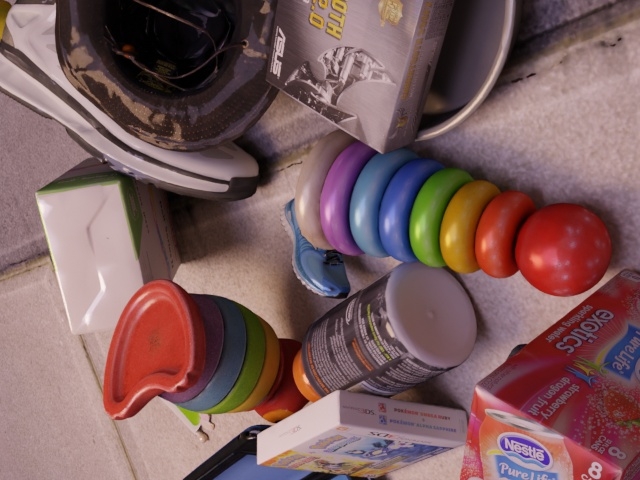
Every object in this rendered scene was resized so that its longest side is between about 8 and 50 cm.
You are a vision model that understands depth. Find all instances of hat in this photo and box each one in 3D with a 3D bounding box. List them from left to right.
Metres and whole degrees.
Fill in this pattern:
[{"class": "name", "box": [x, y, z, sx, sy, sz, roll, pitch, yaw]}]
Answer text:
[{"class": "hat", "box": [-0.161, -0.283, 0.997, 0.331, 0.134, 0.331, 7, 116, 13]}]

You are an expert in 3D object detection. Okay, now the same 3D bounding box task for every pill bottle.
[{"class": "pill bottle", "box": [0.062, 0.126, 0.989, 0.245, 0.130, 0.130, -38, 79, 49]}]

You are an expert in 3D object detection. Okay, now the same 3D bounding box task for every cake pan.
[{"class": "cake pan", "box": [0.086, -0.250, 0.847, 0.293, 0.054, 0.293, 23, 123, 40]}]

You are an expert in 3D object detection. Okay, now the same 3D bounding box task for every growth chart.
[{"class": "growth chart", "box": [-0.243, 0.234, 1.454, 0.172, 0.021, 0.237, 31, 129, 33]}]

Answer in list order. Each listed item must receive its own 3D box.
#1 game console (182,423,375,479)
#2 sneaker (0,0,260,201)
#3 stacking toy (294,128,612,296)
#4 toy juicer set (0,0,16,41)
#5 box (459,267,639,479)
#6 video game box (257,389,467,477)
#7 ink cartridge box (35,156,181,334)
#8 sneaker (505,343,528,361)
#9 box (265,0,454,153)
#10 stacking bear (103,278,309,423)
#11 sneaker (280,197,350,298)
[{"class": "game console", "box": [-0.046, 0.405, 1.204, 0.293, 0.250, 0.173, -47, 38, 47]}, {"class": "sneaker", "box": [-0.246, -0.246, 1.122, 0.447, 0.169, 0.258, 30, 108, 12]}, {"class": "stacking toy", "box": [0.137, -0.018, 0.856, 0.330, 0.141, 0.141, 19, 121, 34]}, {"class": "toy juicer set", "box": [-0.426, -0.418, 1.316, 0.328, 0.089, 0.209, 11, 98, 28]}, {"class": "box", "box": [0.246, 0.140, 0.698, 0.128, 0.256, 0.123, 28, 129, 36]}, {"class": "video game box", "box": [0.048, 0.246, 1.024, 0.205, 0.187, 0.048, -41, 41, 49]}, {"class": "ink cartridge box", "box": [-0.298, -0.020, 1.241, 0.353, 0.119, 0.207, -98, -2, -75]}, {"class": "sneaker", "box": [0.273, 0.233, 0.854, 0.122, 0.110, 0.283, -16, 98, 32]}, {"class": "box", "box": [0.039, -0.230, 0.822, 0.183, 0.056, 0.231, 38, 132, 30]}, {"class": "stacking bear", "box": [-0.117, 0.166, 1.098, 0.175, 0.289, 0.164, -29, 53, 32]}, {"class": "sneaker", "box": [0.000, 0.000, 1.031, 0.073, 0.063, 0.162, -46, 54, 37]}]
